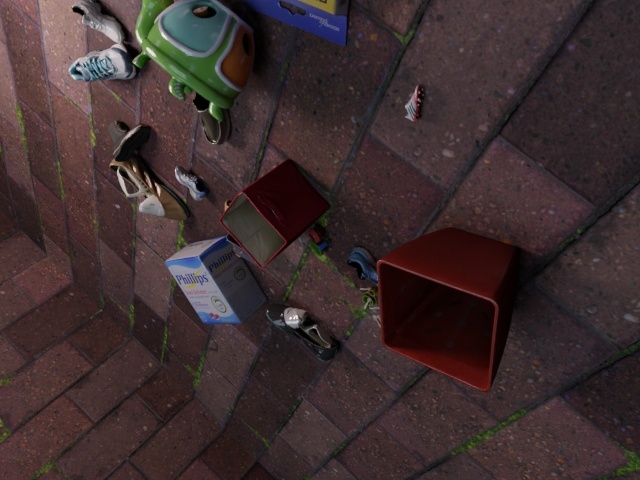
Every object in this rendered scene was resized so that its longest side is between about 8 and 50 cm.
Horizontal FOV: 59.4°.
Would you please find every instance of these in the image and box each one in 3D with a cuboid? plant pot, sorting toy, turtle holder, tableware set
[{"bbox_3d":[0.306,0.123,1.247,0.267,0.236,0.267,20,134,33],"label":"plant pot"},{"bbox_3d":[0.000,0.000,1.618,0.061,0.042,0.102,40,157,37],"label":"sorting toy"},{"bbox_3d":[-0.297,-0.466,1.354,0.243,0.227,0.320,25,-165,-47],"label":"turtle holder"},{"bbox_3d":[0.174,0.202,1.627,0.104,0.024,0.154,-7,116,48],"label":"tableware set"}]

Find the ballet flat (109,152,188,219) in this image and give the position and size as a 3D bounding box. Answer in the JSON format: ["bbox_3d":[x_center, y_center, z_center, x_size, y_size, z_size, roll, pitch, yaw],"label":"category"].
[{"bbox_3d":[-0.631,-0.177,2.018,0.342,0.124,0.116,48,144,0],"label":"ballet flat"}]

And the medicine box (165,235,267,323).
[{"bbox_3d":[-0.381,0.147,2.033,0.263,0.149,0.289,-10,116,49],"label":"medicine box"}]

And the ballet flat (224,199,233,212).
[{"bbox_3d":[-0.219,-0.087,1.728,0.232,0.080,0.073,9,113,39],"label":"ballet flat"}]

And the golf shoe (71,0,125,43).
[{"bbox_3d":[-0.663,-0.645,1.670,0.176,0.086,0.069,44,141,4],"label":"golf shoe"}]

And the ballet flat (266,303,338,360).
[{"bbox_3d":[-0.051,0.290,1.886,0.280,0.095,0.096,38,133,-2],"label":"ballet flat"}]

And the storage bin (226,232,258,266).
[{"bbox_3d":[-0.234,0.026,1.833,0.135,0.098,0.091,29,149,25],"label":"storage bin"}]

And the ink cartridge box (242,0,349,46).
[{"bbox_3d":[-0.070,-0.581,1.146,0.304,0.072,0.307,30,137,23],"label":"ink cartridge box"}]

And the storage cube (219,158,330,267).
[{"bbox_3d":[-0.128,-0.074,1.547,0.183,0.193,0.215,48,144,0],"label":"storage cube"}]

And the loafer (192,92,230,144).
[{"bbox_3d":[-0.317,-0.372,1.560,0.094,0.087,0.251,25,137,28],"label":"loafer"}]

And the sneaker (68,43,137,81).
[{"bbox_3d":[-0.685,-0.536,1.755,0.283,0.122,0.110,6,127,42],"label":"sneaker"}]

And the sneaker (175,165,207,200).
[{"bbox_3d":[-0.424,-0.198,1.862,0.058,0.052,0.135,-28,108,43],"label":"sneaker"}]

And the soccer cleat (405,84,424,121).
[{"bbox_3d":[0.194,-0.287,1.171,0.036,0.029,0.083,23,141,24],"label":"soccer cleat"}]

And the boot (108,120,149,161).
[{"bbox_3d":[-0.674,-0.380,1.935,0.198,0.077,0.137,-32,72,33],"label":"boot"}]

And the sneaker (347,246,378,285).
[{"bbox_3d":[0.135,0.096,1.531,0.162,0.073,0.063,42,142,9],"label":"sneaker"}]
